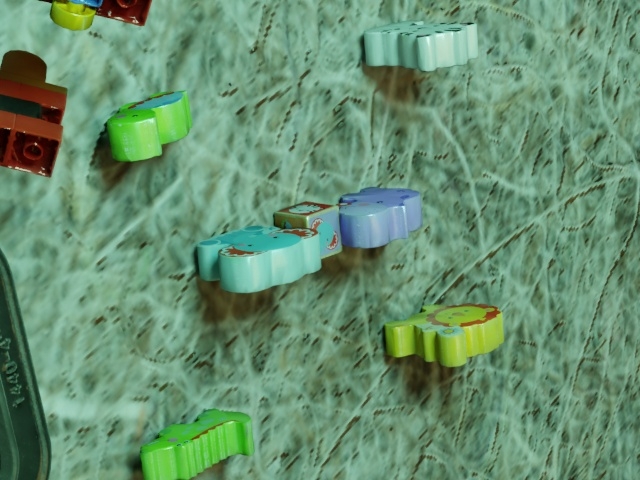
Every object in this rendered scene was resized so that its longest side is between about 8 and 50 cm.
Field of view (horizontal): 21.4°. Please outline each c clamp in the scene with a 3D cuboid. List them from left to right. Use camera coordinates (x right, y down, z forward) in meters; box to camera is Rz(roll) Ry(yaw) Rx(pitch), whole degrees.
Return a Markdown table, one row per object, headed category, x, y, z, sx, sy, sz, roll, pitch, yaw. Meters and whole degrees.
| category | x | y | z | sx | sy | sz | roll | pitch | yaw |
| --- | --- | --- | --- | --- | --- | --- | --- | --- | --- |
| c clamp | -0.163 | 0.062 | 0.642 | 0.137 | 0.022 | 0.161 | -36 | 121 | -43 |

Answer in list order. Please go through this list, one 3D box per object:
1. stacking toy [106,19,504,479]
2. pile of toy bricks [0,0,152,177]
| category | x | y | z | sx | sy | sz | roll | pitch | yaw |
| --- | --- | --- | --- | --- | --- | --- | --- | --- | --- |
| stacking toy | 0.000 | 0.000 | 0.777 | 0.221 | 0.052 | 0.167 | -21 | 112 | -42 |
| pile of toy bricks | -0.162 | -0.104 | 0.549 | 0.212 | 0.105 | 0.118 | 13 | 124 | -13 |
